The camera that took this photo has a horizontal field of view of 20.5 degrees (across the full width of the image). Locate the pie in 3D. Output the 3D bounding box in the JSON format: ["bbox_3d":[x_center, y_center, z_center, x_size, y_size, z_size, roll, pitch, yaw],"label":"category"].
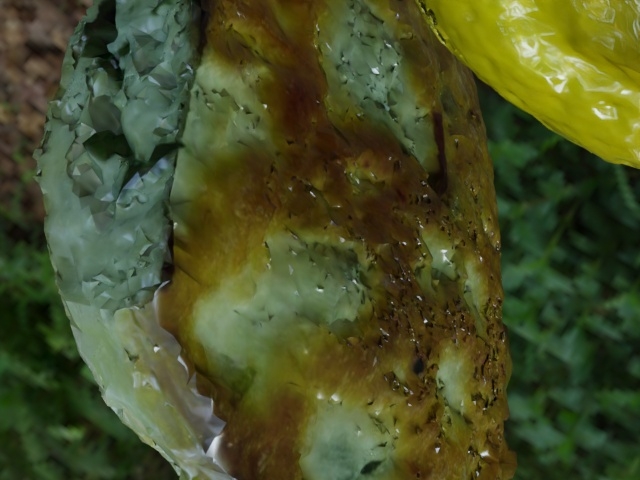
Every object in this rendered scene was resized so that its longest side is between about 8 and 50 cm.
[{"bbox_3d":[0.000,0.000,0.819,0.103,0.354,0.288,-13,152,32],"label":"pie"}]

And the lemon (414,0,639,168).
[{"bbox_3d":[0.171,-0.184,0.670,0.336,0.336,0.336,28,156,14],"label":"lemon"}]
